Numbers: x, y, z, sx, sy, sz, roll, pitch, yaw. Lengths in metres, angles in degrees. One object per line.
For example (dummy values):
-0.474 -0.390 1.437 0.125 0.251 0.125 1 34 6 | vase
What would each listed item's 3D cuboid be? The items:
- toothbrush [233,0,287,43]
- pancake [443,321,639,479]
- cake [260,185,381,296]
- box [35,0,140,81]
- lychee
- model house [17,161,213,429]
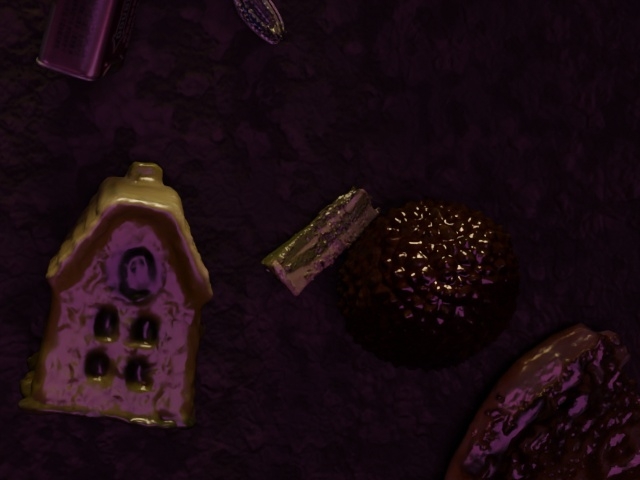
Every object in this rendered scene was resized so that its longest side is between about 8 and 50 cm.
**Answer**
-0.170 -0.355 1.309 0.035 0.042 0.413 -42 101 -2 | toothbrush
0.276 0.225 1.474 0.244 0.057 0.266 27 97 -21 | pancake
0.000 0.000 1.396 0.140 0.055 0.051 -42 102 -20 | cake
-0.199 -0.268 1.255 0.069 0.120 0.224 19 106 2 | box
0.116 0.048 1.346 0.188 0.188 0.188 -1 98 -10 | lychee
-0.195 0.044 1.282 0.175 0.193 0.234 4 98 -8 | model house
